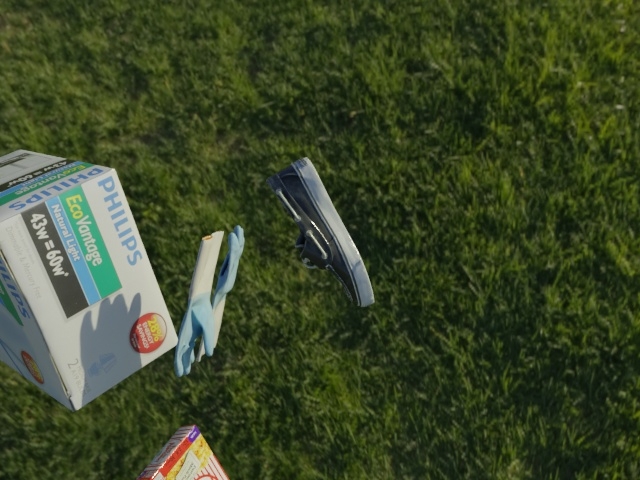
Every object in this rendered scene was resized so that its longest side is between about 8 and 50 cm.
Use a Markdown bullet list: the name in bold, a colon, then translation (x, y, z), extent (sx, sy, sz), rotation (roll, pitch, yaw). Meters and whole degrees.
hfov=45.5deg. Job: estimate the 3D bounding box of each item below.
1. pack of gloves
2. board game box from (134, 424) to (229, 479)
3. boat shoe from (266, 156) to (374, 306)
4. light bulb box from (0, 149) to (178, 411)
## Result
- **pack of gloves**: translation (-0.157, 0.096, 1.188), extent (0.046, 0.195, 0.232), rotation (18, 103, 10)
- **board game box**: translation (-0.235, 0.460, 1.393), extent (0.045, 0.193, 0.147), rotation (-16, 20, 34)
- **boat shoe**: translation (0.000, 0.000, 1.014), extent (0.070, 0.219, 0.078), rotation (-29, 12, -5)
- **light bulb box**: translation (-0.485, 0.052, 1.349), extent (0.225, 0.358, 0.361), rotation (-33, 31, -34)
